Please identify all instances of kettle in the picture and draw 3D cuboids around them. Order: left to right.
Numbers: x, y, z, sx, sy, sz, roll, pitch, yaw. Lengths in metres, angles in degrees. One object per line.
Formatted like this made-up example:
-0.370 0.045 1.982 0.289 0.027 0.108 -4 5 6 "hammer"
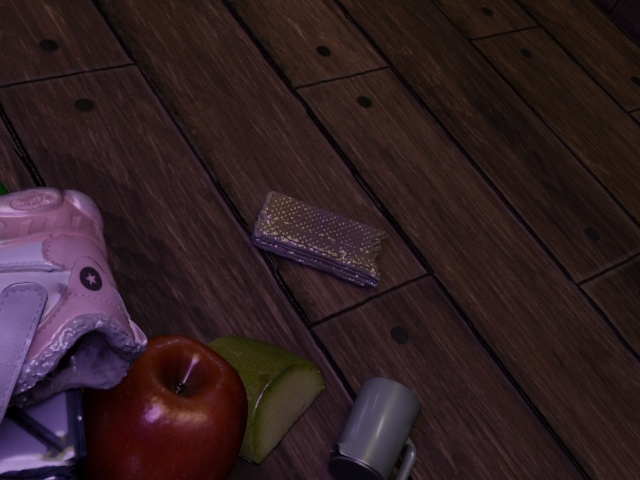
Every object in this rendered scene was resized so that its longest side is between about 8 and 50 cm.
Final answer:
0.083 0.299 1.151 0.098 0.127 0.148 7 46 26 "kettle"

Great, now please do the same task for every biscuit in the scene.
0.000 0.000 1.362 0.239 0.062 0.108 20 51 -5 "biscuit"

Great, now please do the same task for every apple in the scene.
-0.203 0.237 0.990 0.218 0.201 0.218 21 31 -14 "apple"

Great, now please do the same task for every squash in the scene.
-0.100 0.203 1.145 0.184 0.085 0.192 38 48 8 "squash"

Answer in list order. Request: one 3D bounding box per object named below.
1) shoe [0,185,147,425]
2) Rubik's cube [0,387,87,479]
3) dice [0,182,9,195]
-0.325 0.078 0.693 0.351 0.172 0.198 -22 65 -36 "shoe"
-0.432 0.204 0.870 0.310 0.307 0.305 -2 52 -24 "Rubik's cube"
-0.510 -0.014 1.126 0.131 0.120 0.128 -23 66 -33 "dice"
